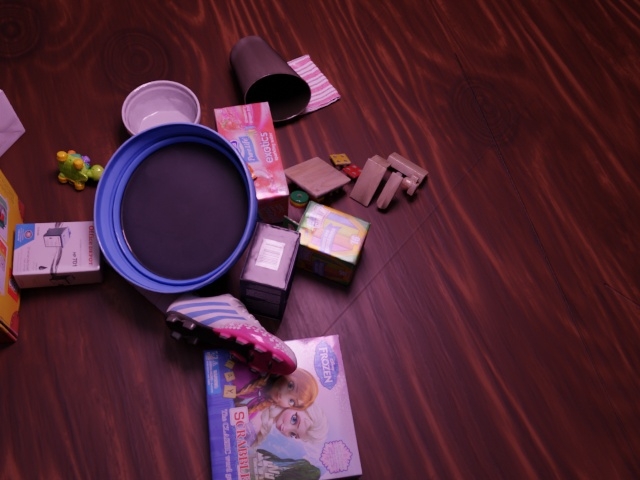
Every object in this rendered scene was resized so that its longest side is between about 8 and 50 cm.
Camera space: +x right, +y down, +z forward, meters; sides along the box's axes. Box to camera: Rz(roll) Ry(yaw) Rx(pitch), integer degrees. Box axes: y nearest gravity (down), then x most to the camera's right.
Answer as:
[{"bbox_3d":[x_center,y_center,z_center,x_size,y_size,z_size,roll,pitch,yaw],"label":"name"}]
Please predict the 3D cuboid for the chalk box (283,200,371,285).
[{"bbox_3d":[0.000,0.000,1.528,0.213,0.132,0.132,19,63,6],"label":"chalk box"}]

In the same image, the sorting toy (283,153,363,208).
[{"bbox_3d":[-0.006,-0.161,1.639,0.274,0.046,0.132,-28,53,-37],"label":"sorting toy"}]

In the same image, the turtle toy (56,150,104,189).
[{"bbox_3d":[-0.627,-0.187,1.592,0.130,0.095,0.066,23,42,6],"label":"turtle toy"}]

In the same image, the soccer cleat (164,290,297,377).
[{"bbox_3d":[-0.187,0.188,1.360,0.331,0.116,0.143,19,47,15],"label":"soccer cleat"}]

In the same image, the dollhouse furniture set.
[{"bbox_3d":[0.192,-0.156,1.685,0.144,0.123,0.151,33,30,11],"label":"dollhouse furniture set"}]

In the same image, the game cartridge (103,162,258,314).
[{"bbox_3d":[-0.337,-0.025,1.464,0.230,0.068,0.355,38,93,17],"label":"game cartridge"}]

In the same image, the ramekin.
[{"bbox_3d":[-0.428,-0.323,1.663,0.207,0.109,0.207,2,64,-5],"label":"ramekin"}]

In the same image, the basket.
[{"bbox_3d":[-0.160,-0.467,1.726,0.204,0.154,0.227,-1,45,-35],"label":"basket"}]

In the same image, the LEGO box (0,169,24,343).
[{"bbox_3d":[-0.798,-0.030,1.259,0.193,0.500,0.372,-6,63,-9],"label":"LEGO box"}]

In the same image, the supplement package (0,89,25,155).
[{"bbox_3d":[-0.969,-0.339,1.580,0.293,0.175,0.177,27,65,9],"label":"supplement package"}]

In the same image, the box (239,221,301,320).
[{"bbox_3d":[-0.119,0.077,1.434,0.108,0.207,0.153,14,64,1],"label":"box"}]

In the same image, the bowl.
[{"bbox_3d":[-0.328,-0.073,1.399,0.391,0.077,0.391,-1,84,12],"label":"bowl"}]

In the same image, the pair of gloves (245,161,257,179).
[{"bbox_3d":[-0.206,-0.162,1.498,0.083,0.010,0.074,-33,70,-17],"label":"pair of gloves"}]

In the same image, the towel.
[{"bbox_3d":[-0.049,-0.471,1.821,0.144,0.029,0.197,-27,69,-19],"label":"towel"}]

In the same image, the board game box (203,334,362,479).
[{"bbox_3d":[-0.091,0.386,1.358,0.318,0.066,0.319,-6,63,-9],"label":"board game box"}]

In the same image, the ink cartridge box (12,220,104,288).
[{"bbox_3d":[-0.627,0.032,1.466,0.190,0.082,0.140,-4,63,-14],"label":"ink cartridge box"}]

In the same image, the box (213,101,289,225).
[{"bbox_3d":[-0.184,-0.199,1.605,0.154,0.142,0.300,-9,64,-8],"label":"box"}]
